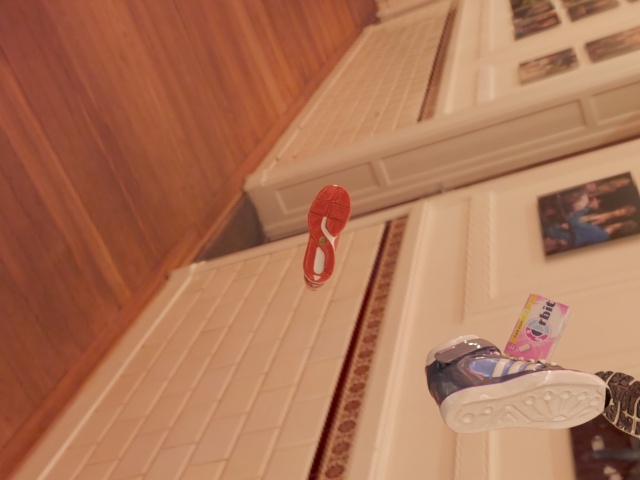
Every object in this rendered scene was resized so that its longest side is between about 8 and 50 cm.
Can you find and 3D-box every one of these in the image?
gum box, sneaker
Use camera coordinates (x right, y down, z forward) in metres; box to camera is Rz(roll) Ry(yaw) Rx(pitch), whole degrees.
[{"bbox_3d":[0.571,0.236,2.013,0.188,0.107,0.062,-61,150,-13],"label":"gum box"},{"bbox_3d":[0.365,0.249,1.492,0.236,0.323,0.130,-98,180,-59],"label":"sneaker"},{"bbox_3d":[0.676,0.383,1.607,0.110,0.283,0.122,-51,166,-15],"label":"sneaker"},{"bbox_3d":[0.000,0.000,1.593,0.128,0.087,0.221,115,-6,-67],"label":"sneaker"}]
